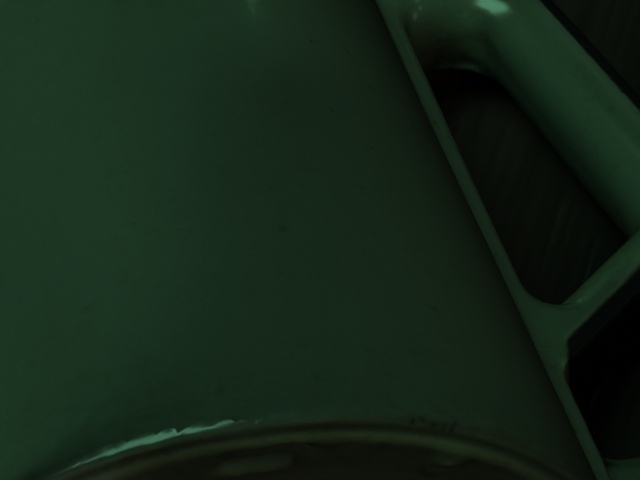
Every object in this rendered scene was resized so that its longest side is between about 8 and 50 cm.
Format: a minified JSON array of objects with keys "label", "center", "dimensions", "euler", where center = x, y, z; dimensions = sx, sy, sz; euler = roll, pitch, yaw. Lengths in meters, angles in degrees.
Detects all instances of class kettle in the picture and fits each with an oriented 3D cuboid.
[{"label":"kettle","center":[0.000,0.000,0.560],"dimensions":[0.361,0.250,0.377],"euler":[-10,46,-5]}]
